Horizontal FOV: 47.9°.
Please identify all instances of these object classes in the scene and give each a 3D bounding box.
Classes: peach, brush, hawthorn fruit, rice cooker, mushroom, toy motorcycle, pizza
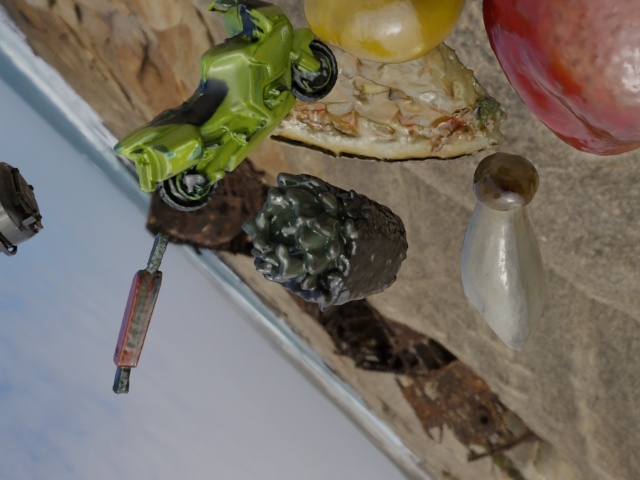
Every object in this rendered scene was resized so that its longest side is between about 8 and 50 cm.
[{"bbox_3d":[0.070,-0.270,0.777,0.179,0.179,0.103,38,166,31],"label":"peach"},{"bbox_3d":[-0.357,0.140,1.405,0.051,0.323,0.070,17,179,-19],"label":"brush"},{"bbox_3d":[0.273,-0.248,0.674,0.330,0.287,0.287,53,173,7],"label":"hawthorn fruit"},{"bbox_3d":[-0.505,-0.051,1.137,0.165,0.106,0.112,51,169,41],"label":"rice cooker"},{"bbox_3d":[0.281,0.028,1.097,0.128,0.128,0.350,35,146,44],"label":"mushroom"},{"bbox_3d":[-0.129,-0.203,0.989,0.206,0.342,0.142,51,164,-21],"label":"toy motorcycle"},{"bbox_3d":[0.124,-0.231,1.240,0.392,0.080,0.435,22,154,-12],"label":"pizza"}]

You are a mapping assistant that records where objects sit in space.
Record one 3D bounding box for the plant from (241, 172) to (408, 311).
[{"bbox_3d":[0.000,0.000,0.786,0.132,0.129,0.194,24,-173,39],"label":"plant"}]
